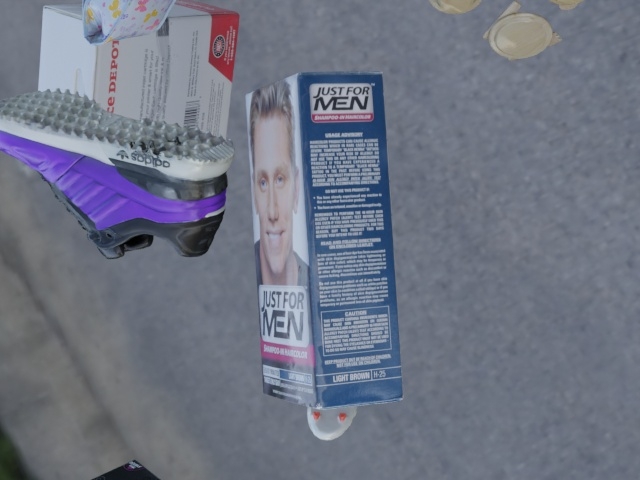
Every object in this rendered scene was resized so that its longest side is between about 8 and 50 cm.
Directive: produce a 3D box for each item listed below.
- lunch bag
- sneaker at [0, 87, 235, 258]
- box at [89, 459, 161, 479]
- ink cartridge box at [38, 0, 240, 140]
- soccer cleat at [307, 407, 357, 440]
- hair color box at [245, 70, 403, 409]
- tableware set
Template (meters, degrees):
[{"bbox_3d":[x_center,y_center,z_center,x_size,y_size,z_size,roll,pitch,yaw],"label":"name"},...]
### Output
[{"bbox_3d":[-0.176,-0.216,1.143,0.053,0.071,0.083,49,131,16],"label":"lunch bag"},{"bbox_3d":[-0.224,-0.054,1.247,0.293,0.102,0.146,17,118,25],"label":"sneaker"},{"bbox_3d":[-0.164,0.222,0.999,0.062,0.083,0.052,25,127,49],"label":"box"},{"bbox_3d":[-0.249,-0.220,1.719,0.114,0.273,0.197,20,112,33],"label":"ink cartridge box"},{"bbox_3d":[0.018,0.216,1.733,0.196,0.068,0.076,-84,-3,-56],"label":"soccer cleat"},{"bbox_3d":[0.000,0.000,1.367,0.174,0.105,0.347,175,92,-67],"label":"hair color box"},{"bbox_3d":[0.188,-0.243,1.216,0.141,0.169,0.020,-36,40,39],"label":"tableware set"}]
